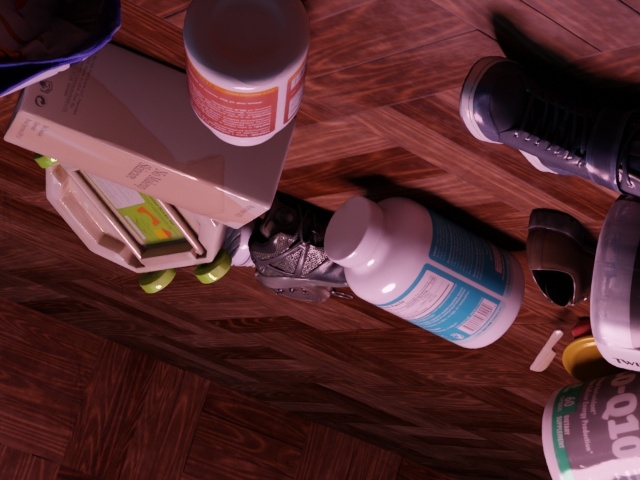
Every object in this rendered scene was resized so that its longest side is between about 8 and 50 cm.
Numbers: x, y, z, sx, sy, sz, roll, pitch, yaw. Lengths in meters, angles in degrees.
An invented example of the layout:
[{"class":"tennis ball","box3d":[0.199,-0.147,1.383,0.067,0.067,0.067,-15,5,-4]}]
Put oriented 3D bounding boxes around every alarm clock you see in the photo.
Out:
[{"class":"alarm clock","box3d":[-0.025,0.065,2.340,0.192,0.064,0.129,22,164,-30]}]

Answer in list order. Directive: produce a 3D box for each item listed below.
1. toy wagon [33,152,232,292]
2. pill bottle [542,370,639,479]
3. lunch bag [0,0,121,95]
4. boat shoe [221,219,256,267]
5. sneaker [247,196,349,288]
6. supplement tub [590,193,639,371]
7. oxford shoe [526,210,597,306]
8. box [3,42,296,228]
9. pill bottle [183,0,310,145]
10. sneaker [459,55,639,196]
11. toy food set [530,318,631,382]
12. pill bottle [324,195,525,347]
[{"class":"toy wagon","box3d":[-0.225,-0.053,1.961,0.344,0.068,0.267,-10,127,41]},{"class":"pill bottle","box3d":[0.523,0.275,2.081,0.361,0.204,0.204,-18,147,32]},{"class":"lunch bag","box3d":[-0.435,-0.237,1.405,0.385,0.239,0.328,9,174,-44]},{"class":"boat shoe","box3d":[-0.107,-0.001,2.186,0.076,0.083,0.226,5,177,-12]},{"class":"sneaker","box3d":[0.000,0.000,2.019,0.227,0.087,0.130,-4,140,22]},{"class":"supplement tub","box3d":[0.470,0.056,1.495,0.338,0.207,0.207,8,163,30]},{"class":"oxford shoe","box3d":[0.317,0.046,1.839,0.083,0.096,0.227,2,161,38]},{"class":"box","box3d":[-0.202,-0.132,1.708,0.311,0.121,0.148,21,164,-14]},{"class":"pill bottle","box3d":[-0.075,-0.171,1.436,0.121,0.121,0.216,17,165,1]},{"class":"sneaker","box3d":[0.244,-0.107,1.361,0.163,0.086,0.226,18,179,39]},{"class":"toy food set","box3d":[0.443,0.164,2.194,0.218,0.071,0.128,14,141,3]},{"class":"pill bottle","box3d":[0.133,0.034,1.893,0.264,0.146,0.146,27,162,-32]}]
